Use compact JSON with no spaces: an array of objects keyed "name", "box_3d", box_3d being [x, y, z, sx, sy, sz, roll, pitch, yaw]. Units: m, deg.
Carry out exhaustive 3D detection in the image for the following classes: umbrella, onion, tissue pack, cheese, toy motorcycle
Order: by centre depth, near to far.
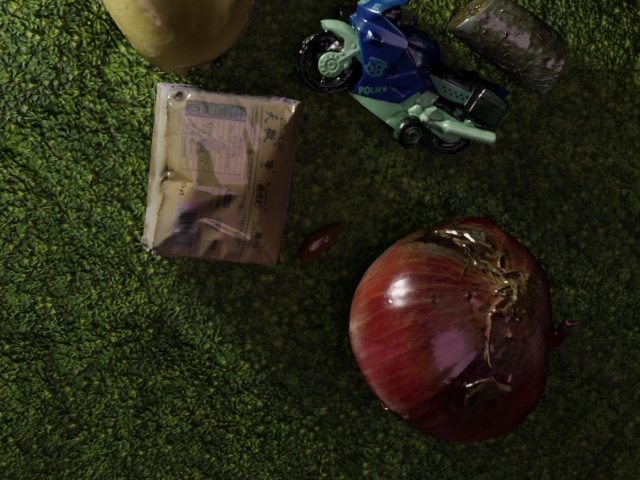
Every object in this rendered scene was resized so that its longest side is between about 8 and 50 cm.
[{"name":"cheese","box_3d":[-0.205,-0.390,1.562,0.260,0.128,0.315,-10,108,-14]},{"name":"tissue pack","box_3d":[-0.149,-0.096,1.651,0.215,0.123,0.256,5,103,-18]},{"name":"toy motorcycle","box_3d":[0.133,-0.255,1.673,0.331,0.125,0.196,25,108,-21]},{"name":"umbrella","box_3d":[0.084,-0.340,1.700,0.133,0.031,0.036,3,104,-16]},{"name":"onion","box_3d":[0.217,0.136,1.710,0.354,0.353,0.353,-3,104,-14]}]

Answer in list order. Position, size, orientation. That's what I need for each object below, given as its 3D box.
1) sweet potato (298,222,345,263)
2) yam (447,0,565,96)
[{"name":"sweet potato","box_3d":[0.000,0.000,1.761,0.095,0.034,0.034,-41,110,-13]},{"name":"yam","box_3d":[0.295,-0.314,1.729,0.183,0.107,0.107,30,94,-18]}]
